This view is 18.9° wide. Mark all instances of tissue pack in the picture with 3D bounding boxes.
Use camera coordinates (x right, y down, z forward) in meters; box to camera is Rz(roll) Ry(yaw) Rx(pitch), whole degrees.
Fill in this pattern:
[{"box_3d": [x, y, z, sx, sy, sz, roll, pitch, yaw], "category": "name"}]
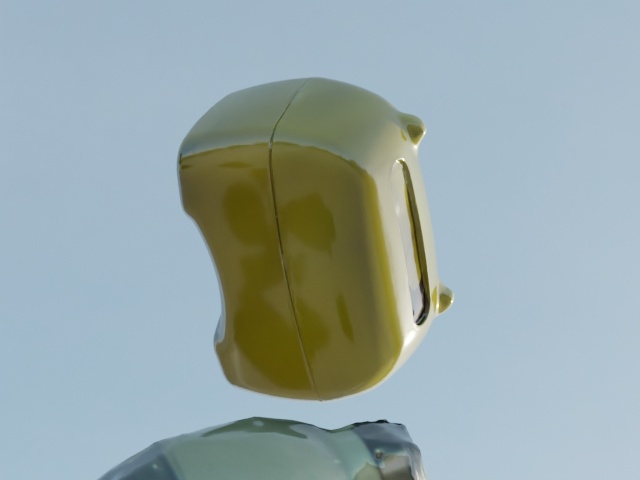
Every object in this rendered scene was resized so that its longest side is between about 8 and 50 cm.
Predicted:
[{"box_3d": [0.000, 0.000, 1.101, 0.127, 0.123, 0.178, -1, -64, 23], "category": "tissue pack"}]

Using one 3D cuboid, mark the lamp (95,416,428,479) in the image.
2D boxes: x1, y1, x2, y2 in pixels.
[{"box_3d": [-0.066, 0.135, 0.832, 0.250, 0.101, 0.101, -18, -44, -17], "category": "lamp"}]
